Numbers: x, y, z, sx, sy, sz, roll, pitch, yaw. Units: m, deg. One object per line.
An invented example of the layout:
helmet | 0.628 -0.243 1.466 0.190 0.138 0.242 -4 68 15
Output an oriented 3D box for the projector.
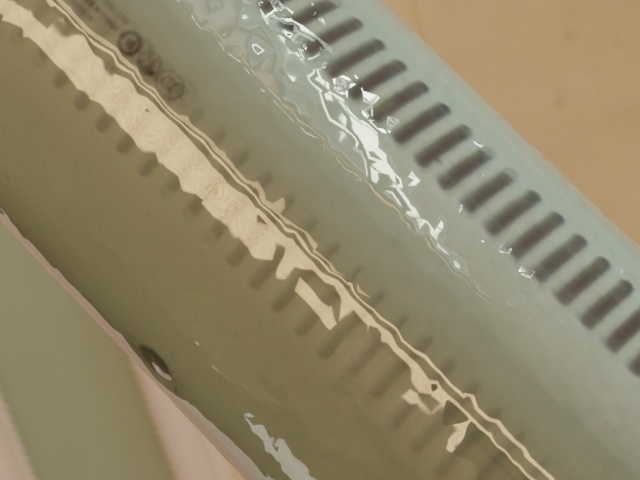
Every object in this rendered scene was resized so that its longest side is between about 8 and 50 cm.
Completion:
projector | 0.000 0.000 0.402 0.337 0.108 0.108 45 -55 10
